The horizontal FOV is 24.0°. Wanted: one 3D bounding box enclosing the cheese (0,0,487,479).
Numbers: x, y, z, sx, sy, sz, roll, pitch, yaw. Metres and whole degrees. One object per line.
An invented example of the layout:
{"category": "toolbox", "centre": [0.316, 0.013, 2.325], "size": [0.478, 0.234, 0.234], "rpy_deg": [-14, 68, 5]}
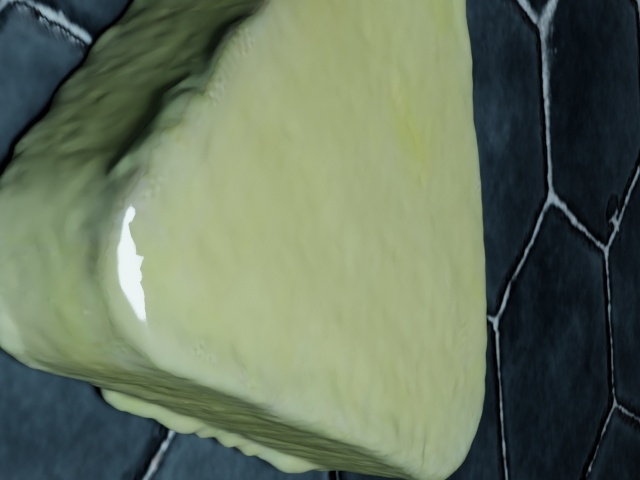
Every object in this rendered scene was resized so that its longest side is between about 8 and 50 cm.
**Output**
{"category": "cheese", "centre": [0.000, 0.001, 0.840], "size": [0.384, 0.104, 0.383], "rpy_deg": [-3, 93, -60]}
